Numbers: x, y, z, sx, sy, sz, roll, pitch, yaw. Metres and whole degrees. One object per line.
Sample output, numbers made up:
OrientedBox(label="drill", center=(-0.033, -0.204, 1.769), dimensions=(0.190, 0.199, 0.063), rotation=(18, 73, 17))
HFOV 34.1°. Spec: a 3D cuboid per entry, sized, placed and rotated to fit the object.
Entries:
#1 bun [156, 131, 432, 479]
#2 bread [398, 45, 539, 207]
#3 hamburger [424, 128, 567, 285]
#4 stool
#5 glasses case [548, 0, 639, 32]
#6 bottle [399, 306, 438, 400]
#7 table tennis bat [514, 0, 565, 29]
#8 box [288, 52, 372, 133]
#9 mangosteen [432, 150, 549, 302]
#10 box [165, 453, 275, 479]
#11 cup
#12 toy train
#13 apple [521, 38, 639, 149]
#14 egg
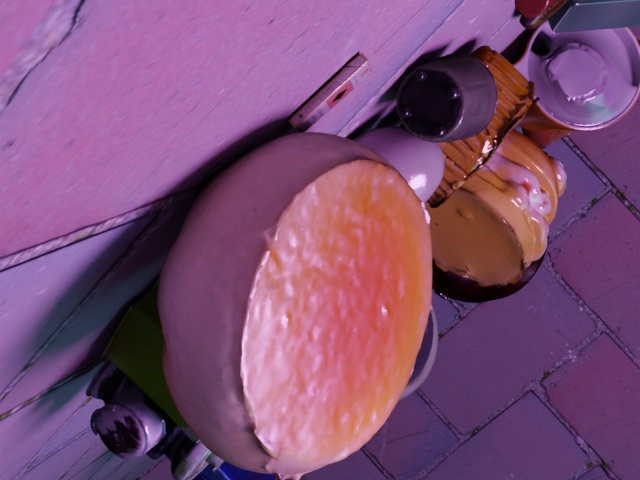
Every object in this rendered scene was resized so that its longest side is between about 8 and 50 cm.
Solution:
OrientedBox(label="bun", center=(-0.038, 0.053, 0.907), dimensions=(0.164, 0.299, 0.299), rotation=(11, -146, 38))
OrientedBox(label="bread", center=(0.166, -0.143, 1.279), dimensions=(0.199, 0.104, 0.199), rotation=(-49, -174, 6))
OrientedBox(label="hamburger", center=(0.282, -0.084, 1.781), dimensions=(0.237, 0.276, 0.276), rotation=(-53, 180, -29))
OrientedBox(label="stool", center=(0.135, -0.152, 1.128), dimensions=(0.096, 0.096, 0.110), rotation=(-45, 170, 28))
OrientedBox(label="glasses case", center=(0.418, -0.337, 1.483), dimensions=(0.184, 0.039, 0.078), rotation=(-8, 161, -16))
OrientedBox(label="bottle", center=(-0.020, 0.131, 1.385), dimensions=(0.347, 0.168, 0.168), rotation=(-8, -158, 47))
OrientedBox(label="table tennis bat", center=(0.309, -0.331, 1.286), dimensions=(0.200, 0.038, 0.310), rotation=(-48, 175, 39))
OrientedBox(label="box", center=(0.009, -0.124, 0.891), dimensions=(0.083, 0.012, 0.046), rotation=(-43, 174, 3))
OrientedBox(label="mangosteen", center=(0.307, -0.048, 2.031), dimensions=(0.347, 0.307, 0.307), rotation=(-58, 169, 18))
OrientedBox(label="box", center=(-0.144, 0.322, 1.881), dimensions=(0.279, 0.261, 0.116), rotation=(-37, 174, -46))
OrientedBox(label="cup", center=(0.353, -0.246, 1.623), dimensions=(0.226, 0.182, 0.264), rotation=(-7, 179, -6))
OrientedBox(label="toy train", center=(-0.102, 0.111, 1.131), dimensions=(0.307, 0.173, 0.249), rotation=(-35, 165, -51))
OrientedBox(label="apple", center=(0.501, -0.314, 2.027), dimensions=(0.293, 0.163, 0.251), rotation=(-29, -177, 3))
OrientedBox(label="egg", center=(0.074, -0.076, 1.179), dimensions=(0.135, 0.103, 0.103), rotation=(-17, 177, 8))
